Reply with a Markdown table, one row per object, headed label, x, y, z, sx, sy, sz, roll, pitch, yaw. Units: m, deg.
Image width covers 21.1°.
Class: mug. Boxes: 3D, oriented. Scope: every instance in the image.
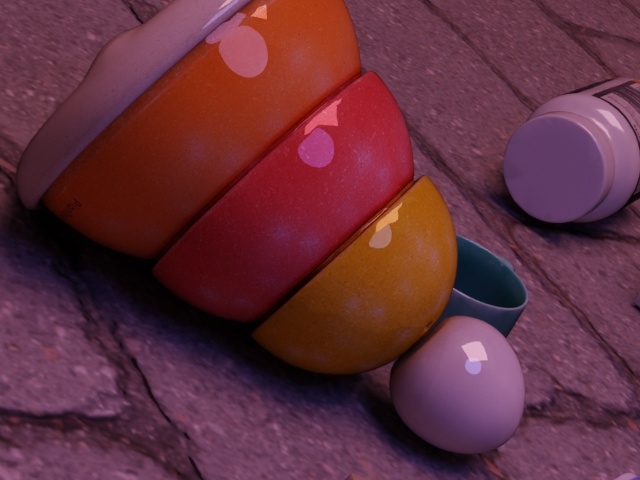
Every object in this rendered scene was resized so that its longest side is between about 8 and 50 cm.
| label | x | y | z | sx | sy | sz | roll | pitch | yaw |
| --- | --- | --- | --- | --- | --- | --- | --- | --- | --- |
| mug | 0.133 | 0.067 | 1.673 | 0.157 | 0.097 | 0.129 | 14 | 28 | -32 |

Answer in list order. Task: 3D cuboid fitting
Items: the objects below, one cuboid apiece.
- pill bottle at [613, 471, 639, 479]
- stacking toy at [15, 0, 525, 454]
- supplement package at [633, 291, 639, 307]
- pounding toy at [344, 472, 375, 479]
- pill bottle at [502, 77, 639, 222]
| label | x | y | z | sx | sy | sz | roll | pitch | yaw |
| --- | --- | --- | --- | --- | --- | --- | --- | --- | --- |
| pill bottle | 0.292 | 0.272 | 1.480 | 0.137 | 0.078 | 0.078 | 43 | 28 | 26 |
| stacking toy | 0.000 | 0.000 | 1.520 | 0.480 | 0.350 | 0.350 | 49 | 25 | -3 |
| supplement package | 0.536 | 0.067 | 1.975 | 0.262 | 0.204 | 0.145 | 43 | 27 | 27 |
| pounding toy | 0.048 | 0.260 | 1.246 | 0.130 | 0.100 | 0.141 | 25 | 24 | -45 |
| pill bottle | 0.340 | -0.111 | 2.154 | 0.162 | 0.162 | 0.278 | 37 | 27 | 17 |
